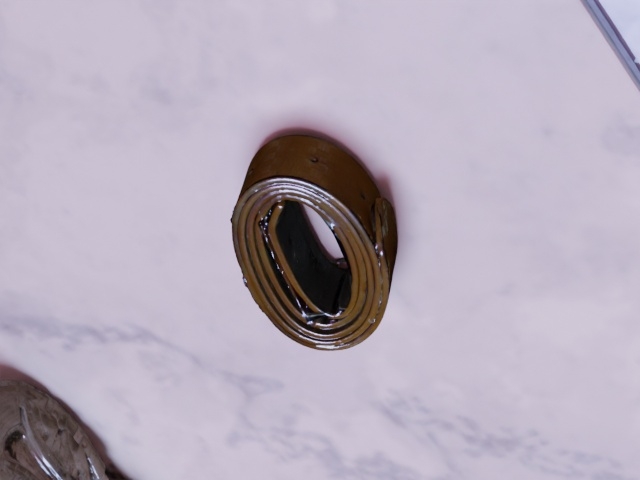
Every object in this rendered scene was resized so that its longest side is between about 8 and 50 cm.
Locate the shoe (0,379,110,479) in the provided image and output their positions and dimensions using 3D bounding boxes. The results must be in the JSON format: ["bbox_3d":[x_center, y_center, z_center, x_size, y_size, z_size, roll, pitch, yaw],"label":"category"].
[{"bbox_3d":[-0.124,0.149,0.876,0.092,0.089,0.180,-27,113,34],"label":"shoe"}]

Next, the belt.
[{"bbox_3d":[0.000,0.000,0.743,0.059,0.036,0.083,-9,126,18],"label":"belt"}]
